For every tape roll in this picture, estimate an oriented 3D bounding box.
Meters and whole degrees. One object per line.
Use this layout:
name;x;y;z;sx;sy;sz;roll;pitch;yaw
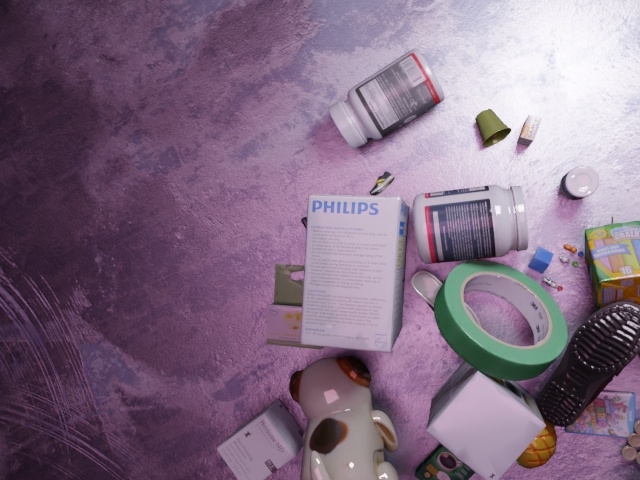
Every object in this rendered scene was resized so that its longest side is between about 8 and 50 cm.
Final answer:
tape roll;0.446;0.191;1.447;0.321;0.321;0.077;30;133;12

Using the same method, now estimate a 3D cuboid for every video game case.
video game case;0.733;0.453;1.525;0.167;0.015;0.119;1;91;13

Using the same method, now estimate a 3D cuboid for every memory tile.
memory tile;0.861;0.533;1.488;0.148;0.012;0.113;21;97;6

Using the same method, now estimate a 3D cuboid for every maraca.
maraca;0.570;0.509;1.523;0.127;0.099;0.185;30;82;-27

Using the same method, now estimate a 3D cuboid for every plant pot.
plant pot;0.456;-0.308;1.560;0.083;0.083;0.079;-28;73;12

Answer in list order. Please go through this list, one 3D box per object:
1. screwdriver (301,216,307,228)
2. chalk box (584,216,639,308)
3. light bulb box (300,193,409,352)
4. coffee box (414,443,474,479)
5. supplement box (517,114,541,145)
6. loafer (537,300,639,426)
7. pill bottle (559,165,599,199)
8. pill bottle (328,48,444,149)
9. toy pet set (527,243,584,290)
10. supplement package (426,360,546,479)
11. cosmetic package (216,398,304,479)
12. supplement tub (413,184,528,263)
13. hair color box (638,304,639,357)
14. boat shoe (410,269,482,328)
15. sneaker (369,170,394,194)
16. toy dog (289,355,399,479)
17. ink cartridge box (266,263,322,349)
screwdriver;0.000;0.000;1.701;0.025;0.024;0.170;-39;88;-18
chalk box;0.733;0.042;1.438;0.132;0.132;0.212;-11;49;18
light bulb box;0.102;0.072;1.500;0.226;0.358;0.360;3;90;12
coffee box;0.360;0.615;1.596;0.113;0.040;0.184;39;105;9
supplement box;0.546;-0.287;1.521;0.036;0.098;0.062;20;96;13
loafer;0.677;0.298;1.451;0.134;0.130;0.365;43;115;28
pill bottle;0.654;-0.143;1.477;0.078;0.137;0.078;0;90;15
pill bottle;0.176;-0.377;1.579;0.283;0.161;0.161;-30;84;13
toy pet set;0.616;0.060;1.524;0.114;0.065;0.122;28;96;12
supplement package;0.413;0.436;1.475;0.199;0.263;0.198;39;99;10
cosmetic package;-0.164;0.586;1.674;0.184;0.151;0.151;-40;83;11
supplement tub;0.387;-0.043;1.515;0.273;0.191;0.190;-6;89;14
hair color box;0.937;0.173;1.428;0.348;0.105;0.173;-28;83;13
boat shoe;0.346;0.182;1.585;0.254;0.079;0.095;43;102;12
sneaker;0.171;-0.163;1.653;0.083;0.031;0.035;-39;68;7
toy dog;0.039;0.513;1.528;0.285;0.395;0.407;-28;50;26
ink cartridge box;-0.066;0.192;1.699;0.171;0.056;0.234;3;93;14
